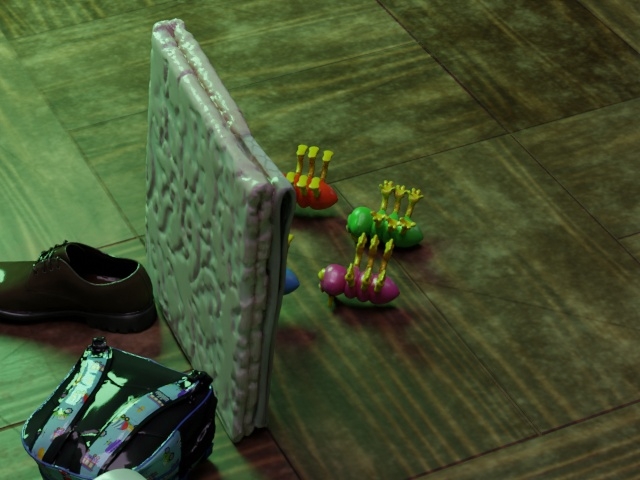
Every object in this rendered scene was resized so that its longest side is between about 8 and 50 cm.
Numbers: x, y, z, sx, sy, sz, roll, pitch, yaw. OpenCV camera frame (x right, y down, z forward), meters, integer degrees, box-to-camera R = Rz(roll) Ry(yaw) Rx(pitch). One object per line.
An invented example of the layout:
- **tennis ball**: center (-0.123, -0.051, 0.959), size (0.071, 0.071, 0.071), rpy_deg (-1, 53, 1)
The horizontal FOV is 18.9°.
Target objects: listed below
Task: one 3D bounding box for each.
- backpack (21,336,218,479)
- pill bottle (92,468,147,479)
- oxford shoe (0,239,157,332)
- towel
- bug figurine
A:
- **backpack**: center (-0.202, 0.197, 1.882), size (0.158, 0.117, 0.173), rpy_deg (17, 40, 22)
- **pill bottle**: center (-0.122, 0.308, 1.714), size (0.136, 0.136, 0.246), rpy_deg (-28, 44, -31)
- **oxford shoe**: center (-0.294, 0.036, 2.120), size (0.227, 0.096, 0.082), rpy_deg (3, 39, 7)
- **towel**: center (-0.113, -0.012, 1.983), size (0.053, 0.331, 0.317), rpy_deg (-10, 40, -21)
- **bug figurine**: center (0.000, 0.000, 2.181), size (0.216, 0.072, 0.279), rpy_deg (13, 34, 8)
